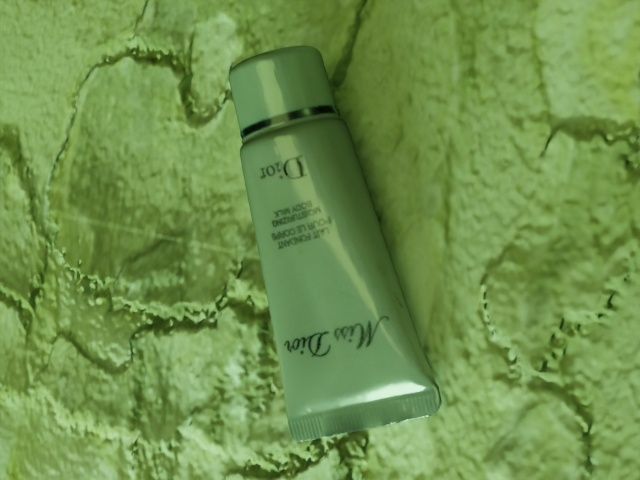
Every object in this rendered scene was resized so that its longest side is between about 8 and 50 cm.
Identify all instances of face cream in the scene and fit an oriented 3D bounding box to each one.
[{"bbox_3d":[0.000,0.000,1.061,0.143,0.089,0.314,-17,86,28],"label":"face cream"}]
